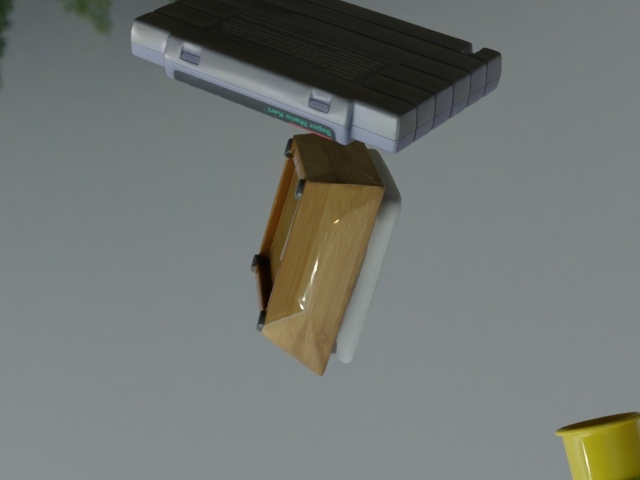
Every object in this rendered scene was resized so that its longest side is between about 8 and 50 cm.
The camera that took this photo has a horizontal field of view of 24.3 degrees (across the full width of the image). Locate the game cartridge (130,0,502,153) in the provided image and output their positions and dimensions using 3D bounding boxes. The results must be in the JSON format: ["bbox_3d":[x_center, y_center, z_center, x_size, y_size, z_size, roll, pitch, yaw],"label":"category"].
[{"bbox_3d":[-0.008,-0.202,1.646,0.355,0.068,0.230,23,-140,27],"label":"game cartridge"}]

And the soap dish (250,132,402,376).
[{"bbox_3d":[0.000,0.000,1.757,0.118,0.229,0.291,15,-165,-9],"label":"soap dish"}]

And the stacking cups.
[{"bbox_3d":[0.320,0.339,1.531,0.096,0.316,0.096,-12,178,-1],"label":"stacking cups"}]
